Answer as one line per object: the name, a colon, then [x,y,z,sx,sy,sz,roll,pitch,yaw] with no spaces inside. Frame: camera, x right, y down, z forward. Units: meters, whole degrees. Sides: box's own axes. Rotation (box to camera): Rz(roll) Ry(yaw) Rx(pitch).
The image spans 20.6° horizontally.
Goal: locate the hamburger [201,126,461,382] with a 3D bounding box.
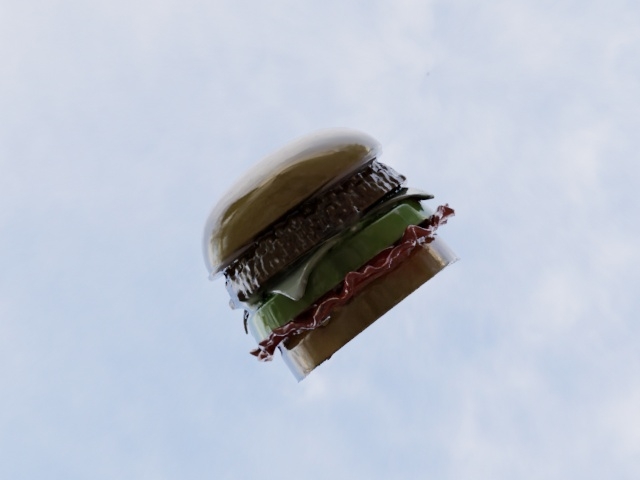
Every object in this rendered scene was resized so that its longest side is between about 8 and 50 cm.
hamburger: [0.000,0.000,1.175,0.175,0.175,0.137,-37,-94,6]
